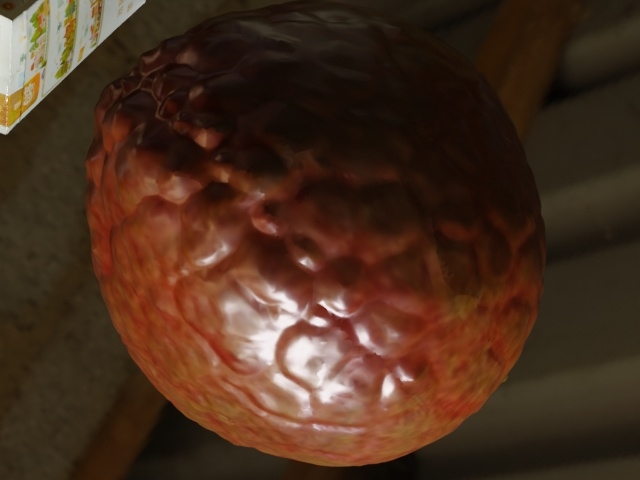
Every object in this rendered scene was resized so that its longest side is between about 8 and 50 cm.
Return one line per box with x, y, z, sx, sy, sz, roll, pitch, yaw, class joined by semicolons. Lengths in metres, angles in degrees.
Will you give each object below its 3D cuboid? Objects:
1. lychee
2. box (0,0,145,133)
0.000;0.000;0.965;0.255;0.300;0.255;-18;-136;18;lychee
-0.205;-0.193;1.525;0.220;0.032;0.122;-53;163;-43;box
